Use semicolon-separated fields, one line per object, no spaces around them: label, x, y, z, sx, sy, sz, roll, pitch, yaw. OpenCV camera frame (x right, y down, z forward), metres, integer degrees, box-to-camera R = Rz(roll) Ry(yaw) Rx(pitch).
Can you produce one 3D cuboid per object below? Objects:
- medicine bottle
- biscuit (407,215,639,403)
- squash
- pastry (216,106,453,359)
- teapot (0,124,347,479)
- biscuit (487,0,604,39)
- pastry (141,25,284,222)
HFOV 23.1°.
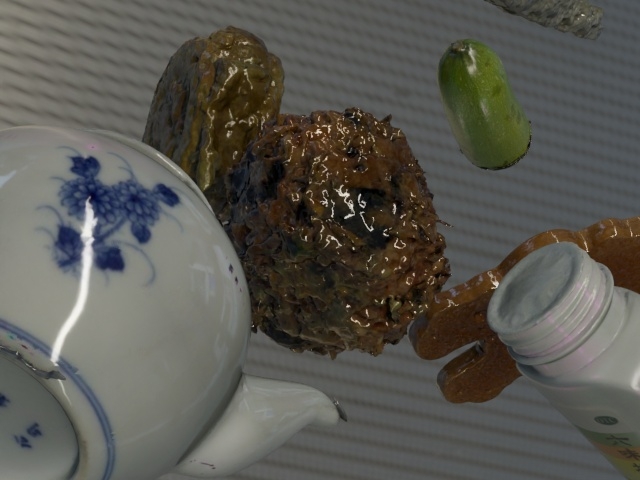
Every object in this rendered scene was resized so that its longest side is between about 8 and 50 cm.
medicine bottle;0.295;0.143;1.461;0.324;0.179;0.124;46;73;-24
biscuit;0.241;0.068;1.721;0.295;0.186;0.044;-27;45;4
squash;0.183;-0.165;1.831;0.095;0.188;0.095;-10;59;18
pastry;0.000;0.000;1.595;0.275;0.275;0.193;43;31;1
teapot;-0.162;0.028;1.041;0.424;0.252;0.280;39;41;-11
biscuit;0.164;-0.228;1.415;0.141;0.038;0.290;27;13;25
pastry;-0.121;-0.138;1.888;0.132;0.235;0.240;13;76;-25
